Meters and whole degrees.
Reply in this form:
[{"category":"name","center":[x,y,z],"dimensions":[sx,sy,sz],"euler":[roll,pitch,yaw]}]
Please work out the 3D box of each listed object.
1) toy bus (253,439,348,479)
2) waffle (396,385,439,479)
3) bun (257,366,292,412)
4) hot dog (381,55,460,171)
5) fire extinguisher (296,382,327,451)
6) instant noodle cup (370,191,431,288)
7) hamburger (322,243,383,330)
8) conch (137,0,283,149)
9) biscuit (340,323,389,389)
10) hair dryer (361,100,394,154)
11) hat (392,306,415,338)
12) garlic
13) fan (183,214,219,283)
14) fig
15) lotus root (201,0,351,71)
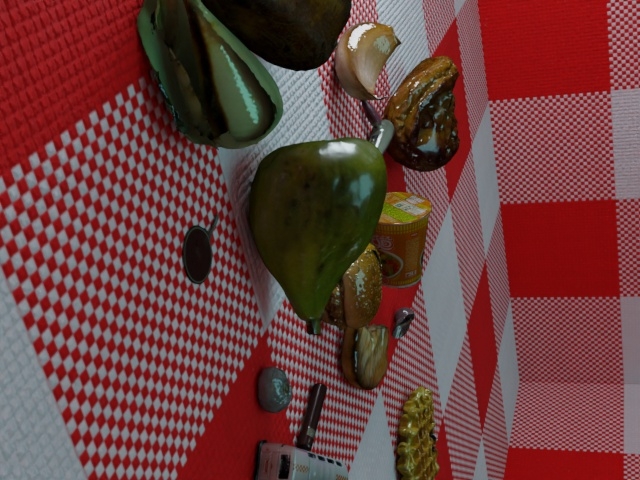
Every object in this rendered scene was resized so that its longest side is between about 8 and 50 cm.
[{"category":"toy bus","center":[-0.026,0.394,1.466],"dimensions":[0.194,0.089,0.087],"euler":[33,56,-48]},{"category":"waffle","center":[0.260,0.548,2.314],"dimensions":[0.283,0.065,0.309],"euler":[62,36,-46]},{"category":"bun","center":[-0.074,0.249,1.453],"dimensions":[0.083,0.045,0.083],"euler":[-6,90,-72]},{"category":"hot dog","center":[0.274,-0.333,2.263],"dimensions":[0.387,0.174,0.267],"euler":[-57,142,-59]},{"category":"fire extinguisher","center":[-0.019,0.347,1.622],"dimensions":[0.049,0.035,0.173],"euler":[-57,-169,46]},{"category":"instant noodle cup","center":[0.176,0.005,2.019],"dimensions":[0.168,0.168,0.185],"euler":[-58,148,-57]},{"category":"hamburger","center":[0.054,0.087,1.720],"dimensions":[0.191,0.118,0.182],"euler":[-34,117,-62]},{"category":"conch","center":[-0.156,-0.216,1.170],"dimensions":[0.250,0.143,0.137],"euler":[41,7,-47]},{"category":"biscuit","center":[0.104,0.255,1.938],"dimensions":[0.299,0.045,0.154],"euler":[24,65,-69]},{"category":"hair dryer","center":[0.120,-0.278,2.041],"dimensions":[0.154,0.054,0.106],"euler":[62,35,-31]},{"category":"hat","center":[0.202,0.207,2.229],"dimensions":[0.087,0.042,0.058],"euler":[-53,142,-6]},{"category":"garlic","center":[0.083,-0.370,1.849],"dimensions":[0.115,0.128,0.207],"euler":[-43,-153,55]},{"category":"fan","center":[-0.170,0.005,1.271],"dimensions":[0.133,0.005,0.085],"euler":[-68,148,-46]},{"category":"fig","center":[-0.010,-0.020,1.403],"dimensions":[0.233,0.233,0.314],"euler":[41,55,-63]},{"category":"lotus root","center":[-0.062,-0.369,1.308],"dimensions":[0.196,0.179,0.397],"euler":[-48,161,8]}]
